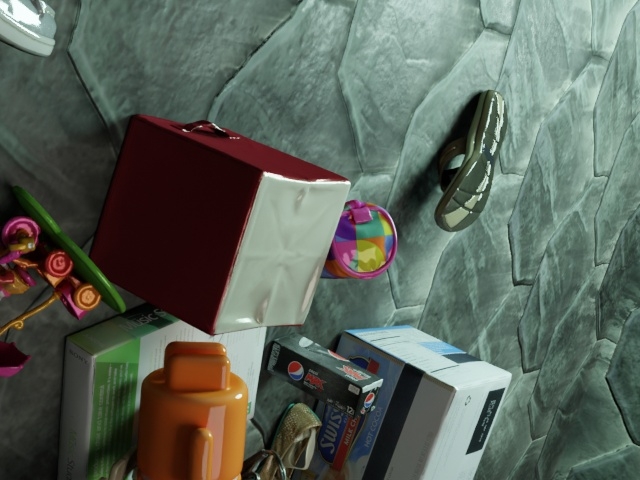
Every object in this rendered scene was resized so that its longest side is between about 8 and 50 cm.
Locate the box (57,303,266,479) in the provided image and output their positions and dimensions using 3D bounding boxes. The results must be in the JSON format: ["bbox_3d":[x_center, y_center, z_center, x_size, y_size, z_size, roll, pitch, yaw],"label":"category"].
[{"bbox_3d":[-0.193,0.180,1.386,0.322,0.058,0.232,-23,130,-50],"label":"box"}]

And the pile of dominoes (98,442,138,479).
[{"bbox_3d":[-0.276,0.362,1.276,0.196,0.040,0.251,-32,139,-74],"label":"pile of dominoes"}]

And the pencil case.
[{"bbox_3d":[0.000,0.000,1.376,0.104,0.236,0.104,0,90,-30],"label":"pencil case"}]

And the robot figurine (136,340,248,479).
[{"bbox_3d":[-0.150,0.229,1.271,0.128,0.158,0.219,-9,108,-49],"label":"robot figurine"}]

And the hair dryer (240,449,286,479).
[{"bbox_3d":[-0.156,0.365,1.372,0.080,0.293,0.223,51,62,-21],"label":"hair dryer"}]

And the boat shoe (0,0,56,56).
[{"bbox_3d":[-0.305,-0.252,0.841,0.103,0.118,0.320,-56,142,-7],"label":"boat shoe"}]

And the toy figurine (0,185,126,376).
[{"bbox_3d":[-0.308,0.059,1.082,0.159,0.130,0.173,-43,122,-17],"label":"toy figurine"}]

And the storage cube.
[{"bbox_3d":[-0.113,-0.016,1.231,0.184,0.193,0.215,2,109,-58],"label":"storage cube"}]

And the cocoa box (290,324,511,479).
[{"bbox_3d":[0.126,0.342,1.826,0.231,0.228,0.347,2,109,-57],"label":"cocoa box"}]

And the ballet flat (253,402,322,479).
[{"bbox_3d":[-0.057,0.359,1.712,0.073,0.067,0.206,15,99,-61],"label":"ballet flat"}]

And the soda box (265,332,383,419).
[{"bbox_3d":[0.005,0.196,1.590,0.060,0.169,0.053,-13,123,-54],"label":"soda box"}]

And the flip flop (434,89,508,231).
[{"bbox_3d":[0.242,-0.135,1.825,0.112,0.080,0.277,52,52,-52],"label":"flip flop"}]
